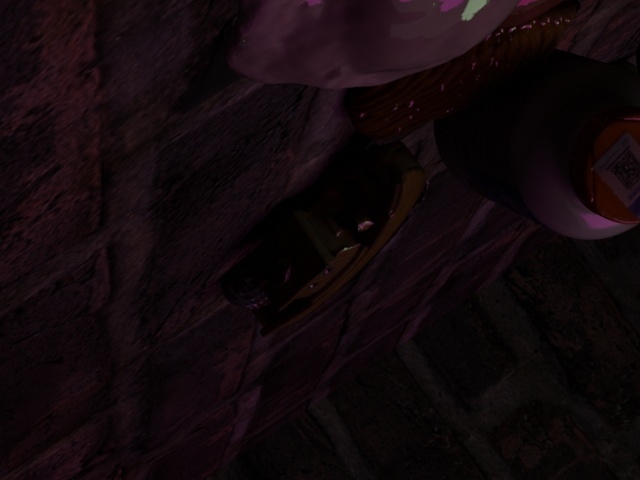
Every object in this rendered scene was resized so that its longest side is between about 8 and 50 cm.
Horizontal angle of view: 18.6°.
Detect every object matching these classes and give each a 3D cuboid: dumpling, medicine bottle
[{"bbox_3d":[0.042,-0.210,1.010,0.175,0.243,0.227,2,148,2],"label":"dumpling"},{"bbox_3d":[0.221,-0.089,1.761,0.157,0.157,0.289,-35,-160,-8],"label":"medicine bottle"}]

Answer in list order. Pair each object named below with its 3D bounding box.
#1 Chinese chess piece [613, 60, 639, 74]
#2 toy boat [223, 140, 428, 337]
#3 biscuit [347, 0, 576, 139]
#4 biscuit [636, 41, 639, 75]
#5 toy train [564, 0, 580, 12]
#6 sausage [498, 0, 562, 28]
[{"bbox_3d":[0.348,-0.167,2.460,0.144,0.058,0.144,-33,169,-7],"label":"Chinese chess piece"},{"bbox_3d":[0.000,0.000,1.951,0.121,0.089,0.321,-25,167,-40],"label":"toy boat"},{"bbox_3d":[0.115,-0.140,1.688,0.176,0.031,0.228,-7,161,-23],"label":"biscuit"},{"bbox_3d":[0.382,-0.263,1.716,0.291,0.237,0.062,-34,-146,-9],"label":"biscuit"},{"bbox_3d":[0.198,-0.222,1.705,0.138,0.050,0.087,-23,160,-47],"label":"toy train"},{"bbox_3d":[0.199,-0.238,1.561,0.194,0.077,0.077,-36,170,1],"label":"sausage"}]
